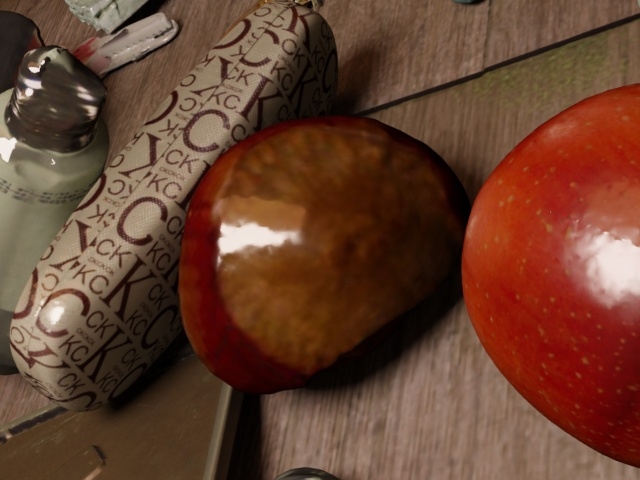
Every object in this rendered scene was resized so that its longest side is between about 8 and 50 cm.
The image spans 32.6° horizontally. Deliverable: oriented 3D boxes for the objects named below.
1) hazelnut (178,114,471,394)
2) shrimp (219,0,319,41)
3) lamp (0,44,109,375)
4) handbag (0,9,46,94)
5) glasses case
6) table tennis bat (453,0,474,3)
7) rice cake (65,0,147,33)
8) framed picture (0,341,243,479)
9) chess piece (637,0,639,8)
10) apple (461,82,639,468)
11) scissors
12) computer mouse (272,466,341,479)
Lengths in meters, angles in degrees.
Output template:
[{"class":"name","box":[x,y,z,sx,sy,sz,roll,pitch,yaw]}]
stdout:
[{"class":"hazelnut","box":[0.004,0.003,0.715,0.201,0.160,0.170,-15,46,-24]},{"class":"shrimp","box":[-0.033,-0.195,1.007,0.178,0.034,0.124,-39,41,8]},{"class":"lamp","box":[-0.213,-0.010,0.839,0.314,0.182,0.182,-34,35,43]},{"class":"handbag","box":[-0.330,-0.088,1.054,0.181,0.181,0.254,-5,42,0]},{"class":"glasses case","box":[-0.095,-0.031,0.808,0.085,0.137,0.355,27,64,20]},{"class":"table tennis bat","box":[0.172,-0.292,0.914,0.153,0.040,0.244,13,60,48]},{"class":"rice cake","box":[-0.188,-0.316,1.229,0.211,0.038,0.124,-43,31,-11]},{"class":"framed picture","box":[-0.181,0.169,0.756,0.289,0.016,0.213,-25,26,17]},{"class":"chess piece","box":[0.315,-0.203,0.657,0.271,0.139,0.139,-28,39,37]},{"class":"apple","box":[0.163,0.019,0.525,0.181,0.181,0.168,-34,40,12]},{"class":"scissors","box":[-0.255,-0.197,1.206,0.242,0.030,0.118,-19,44,29]},{"class":"computer mouse","box":[-0.007,0.209,0.579,0.167,0.090,0.379,-42,23,-9]}]
